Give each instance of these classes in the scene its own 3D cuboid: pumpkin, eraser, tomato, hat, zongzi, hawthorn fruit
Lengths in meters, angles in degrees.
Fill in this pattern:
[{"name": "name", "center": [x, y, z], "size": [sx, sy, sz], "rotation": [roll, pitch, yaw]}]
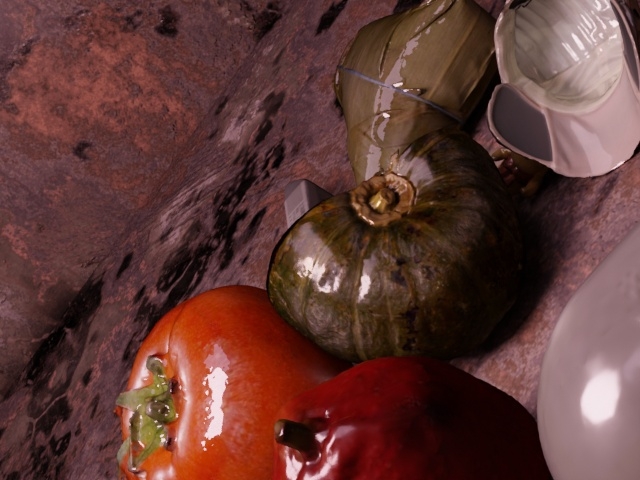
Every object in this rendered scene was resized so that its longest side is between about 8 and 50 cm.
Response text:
[{"name": "pumpkin", "center": [0.118, 0.045, 1.667], "size": [0.325, 0.242, 0.232], "rotation": [-34, 63, -8]}, {"name": "eraser", "center": [0.000, 0.000, 2.117], "size": [0.061, 0.089, 0.352], "rotation": [-51, 23, 21]}, {"name": "tomato", "center": [-0.097, 0.232, 1.768], "size": [0.341, 0.273, 0.341], "rotation": [-34, 49, 53]}, {"name": "hat", "center": [0.324, -0.209, 1.695], "size": [0.232, 0.161, 0.275], "rotation": [-42, 49, 38]}, {"name": "zongzi", "center": [0.087, -0.163, 2.080], "size": [0.393, 0.174, 0.356], "rotation": [-66, 19, -10]}, {"name": "hawthorn fruit", "center": [0.072, 0.232, 1.368], "size": [0.265, 0.307, 0.265], "rotation": [-39, 34, 34]}]

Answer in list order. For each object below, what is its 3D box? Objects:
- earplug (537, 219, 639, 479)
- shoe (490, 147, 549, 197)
[{"name": "earplug", "center": [0.346, 0.083, 1.014], "size": [0.394, 0.312, 0.312], "rotation": [-48, 23, 19]}, {"name": "shoe", "center": [0.252, -0.089, 1.761], "size": [0.069, 0.072, 0.109], "rotation": [-23, 0, -44]}]
